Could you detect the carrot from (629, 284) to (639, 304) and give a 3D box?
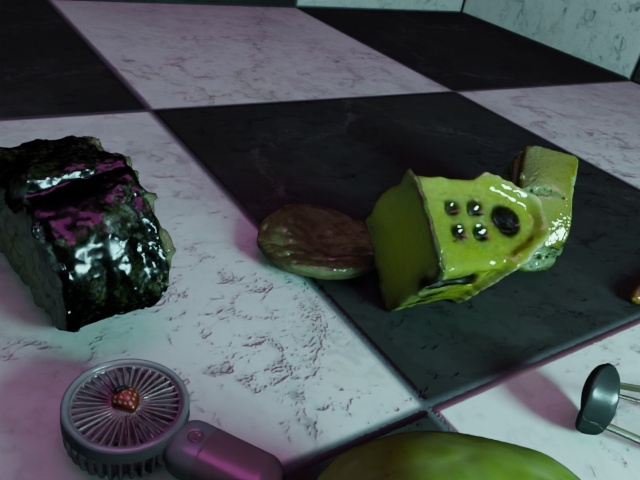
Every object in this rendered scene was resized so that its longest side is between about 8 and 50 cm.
[{"bbox_3d":[0.630,0.082,1.110,0.210,0.061,0.061,-10,37,-24],"label":"carrot"}]

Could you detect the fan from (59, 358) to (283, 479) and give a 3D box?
[{"bbox_3d":[-0.153,0.205,0.645,0.244,0.074,0.130,20,32,13],"label":"fan"}]

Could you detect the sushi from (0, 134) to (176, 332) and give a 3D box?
[{"bbox_3d":[-0.339,-0.028,0.838,0.171,0.210,0.350,-23,36,-33],"label":"sushi"}]

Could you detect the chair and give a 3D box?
[{"bbox_3d":[0.426,0.221,0.794,0.222,0.104,0.095,16,6,-1],"label":"chair"}]

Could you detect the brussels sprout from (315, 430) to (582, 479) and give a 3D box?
[{"bbox_3d":[0.095,0.281,0.464,0.274,0.242,0.316,37,44,10],"label":"brussels sprout"}]

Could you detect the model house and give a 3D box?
[{"bbox_3d":[0.210,-0.006,0.938,0.234,0.193,0.174,-9,69,-23],"label":"model house"}]

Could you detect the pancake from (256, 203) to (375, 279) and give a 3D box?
[{"bbox_3d":[0.000,0.001,1.051,0.223,0.042,0.236,1,30,-14],"label":"pancake"}]

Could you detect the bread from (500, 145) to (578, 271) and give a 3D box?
[{"bbox_3d":[0.381,-0.057,1.130,0.124,0.186,0.257,18,40,4],"label":"bread"}]
